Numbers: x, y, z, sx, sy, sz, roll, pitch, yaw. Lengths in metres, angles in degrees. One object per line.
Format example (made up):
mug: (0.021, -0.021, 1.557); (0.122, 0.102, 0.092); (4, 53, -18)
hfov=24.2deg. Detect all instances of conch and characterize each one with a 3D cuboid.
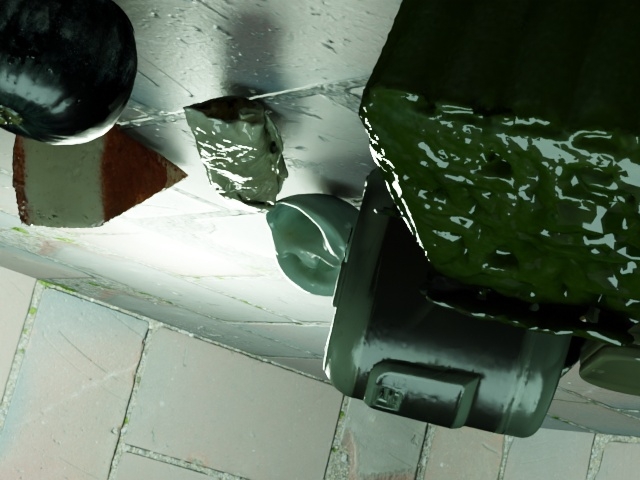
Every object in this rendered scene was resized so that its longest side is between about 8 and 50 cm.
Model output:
conch: (0.001, -0.004, 2.182); (0.185, 0.121, 0.221); (25, 157, -10)

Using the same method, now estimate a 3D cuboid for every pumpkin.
pumpkin: (-0.307, -0.197, 1.580); (0.233, 0.163, 0.233); (14, 166, 4)

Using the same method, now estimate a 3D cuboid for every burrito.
burrito: (-0.101, -0.107, 1.941); (0.117, 0.076, 0.392); (12, 167, 5)

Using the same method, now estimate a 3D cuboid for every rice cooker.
rice cooker: (0.184, 0.080, 1.878); (0.325, 0.335, 0.335); (13, 168, 3)

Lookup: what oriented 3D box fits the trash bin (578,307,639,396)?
trash bin: (0.378, 0.039, 1.655); (0.121, 0.247, 0.243); (14, 167, 3)

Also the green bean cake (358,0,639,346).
green bean cake: (0.209, -0.073, 1.302); (0.335, 0.218, 0.319); (7, 151, 24)

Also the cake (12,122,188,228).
cake: (-0.312, -0.071, 2.145); (0.158, 0.159, 0.262); (4, 166, 27)

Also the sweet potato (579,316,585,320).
sweet potato: (0.232, 0.031, 2.140); (0.385, 0.109, 0.109); (22, 175, 38)
